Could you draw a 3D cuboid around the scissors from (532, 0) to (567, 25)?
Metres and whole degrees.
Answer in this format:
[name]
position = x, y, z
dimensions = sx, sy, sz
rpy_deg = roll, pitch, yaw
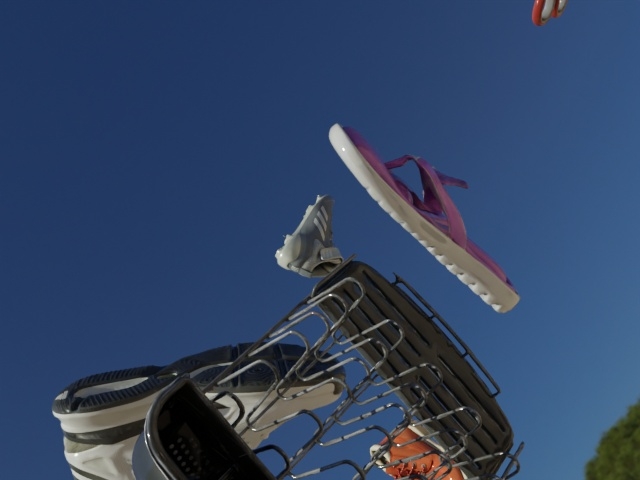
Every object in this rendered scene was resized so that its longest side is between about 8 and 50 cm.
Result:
[scissors]
position = 0.370, -0.472, 1.253
dimensions = 0.109, 0.021, 0.297
rpy_deg = -41, -37, -29

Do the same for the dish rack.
[dish rack]
position = 0.032, 0.121, 0.495
dimensions = 0.271, 0.208, 0.074
rpy_deg = -39, -3, -46

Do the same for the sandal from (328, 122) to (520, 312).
[sandal]
position = 0.165, -0.050, 1.134
dimensions = 0.102, 0.169, 0.416
rpy_deg = -44, -55, 9

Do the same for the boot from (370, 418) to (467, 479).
[boot]
position = 0.134, 0.304, 1.069
dimensions = 0.084, 0.158, 0.059
rpy_deg = -18, -65, -27

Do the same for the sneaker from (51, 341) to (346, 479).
[sneaker]
position = -0.171, 0.319, 1.269
dimensions = 0.447, 0.169, 0.258
rpy_deg = -8, -75, -5

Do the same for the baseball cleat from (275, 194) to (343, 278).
[baseball cleat]
position = 0.000, 0.000, 1.388
dimensions = 0.206, 0.109, 0.072
rpy_deg = -55, -8, -46
